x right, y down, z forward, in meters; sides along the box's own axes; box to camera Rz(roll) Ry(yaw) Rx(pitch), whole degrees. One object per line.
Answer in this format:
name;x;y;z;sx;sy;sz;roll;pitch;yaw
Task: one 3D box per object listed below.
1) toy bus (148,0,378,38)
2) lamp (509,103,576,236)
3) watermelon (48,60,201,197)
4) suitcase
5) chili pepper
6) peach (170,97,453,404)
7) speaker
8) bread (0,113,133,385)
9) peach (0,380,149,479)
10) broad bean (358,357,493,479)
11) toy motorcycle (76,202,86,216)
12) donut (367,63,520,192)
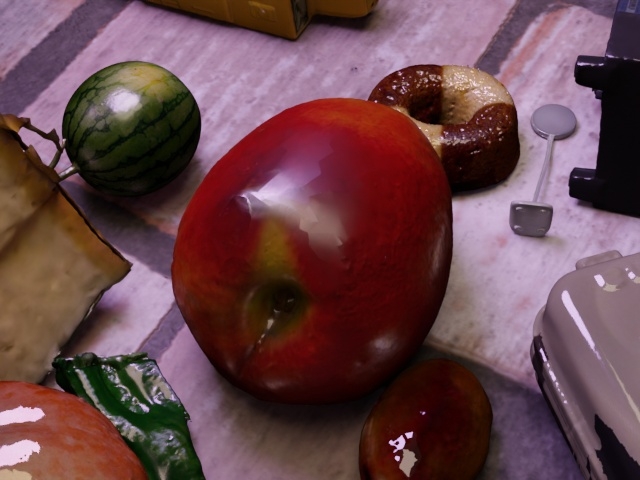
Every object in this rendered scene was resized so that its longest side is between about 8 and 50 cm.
toy bus;-0.101;-0.327;1.693;0.335;0.121;0.123;17;63;15
lamp;0.241;-0.088;1.537;0.050;0.056;0.198;8;49;12
watermelon;-0.216;-0.108;1.505;0.187;0.141;0.141;-32;57;-19
suitcase;0.393;0.143;1.257;0.351;0.194;0.339;-14;55;-9
chili pepper;-0.174;0.172;1.324;0.108;0.062;0.216;0;42;-52
peach;0.000;0.000;1.391;0.281;0.281;0.338;11;25;10
speaker;0.396;-0.150;1.466;0.254;0.232;0.184;10;52;16
bread;-0.328;-0.013;1.293;0.279;0.315;0.248;36;77;3
peach;-0.243;0.232;1.222;0.232;0.232;0.232;-1;51;1
broad bean;0.098;0.179;1.308;0.114;0.084;0.165;46;54;0
toy motorcycle;-0.341;0.002;1.473;0.193;0.061;0.124;-41;68;-17
donut;0.128;-0.126;1.556;0.184;0.073;0.166;4;49;3
